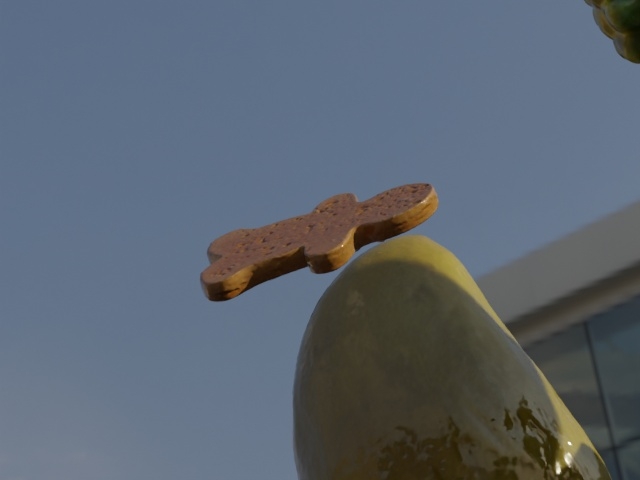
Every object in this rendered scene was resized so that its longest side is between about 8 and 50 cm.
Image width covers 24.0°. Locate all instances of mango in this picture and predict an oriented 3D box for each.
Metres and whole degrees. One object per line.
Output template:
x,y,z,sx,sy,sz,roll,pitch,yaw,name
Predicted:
0.076,0.154,1.025,0.195,0.331,0.142,-34,-34,2,mango

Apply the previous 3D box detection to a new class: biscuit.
0.000,0.001,1.501,0.250,0.165,0.036,-18,-70,10,biscuit

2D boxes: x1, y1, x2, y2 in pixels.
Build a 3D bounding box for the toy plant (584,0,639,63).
0.179,-0.132,0.600,0.162,0.092,0.093,-36,-42,7,toy plant
